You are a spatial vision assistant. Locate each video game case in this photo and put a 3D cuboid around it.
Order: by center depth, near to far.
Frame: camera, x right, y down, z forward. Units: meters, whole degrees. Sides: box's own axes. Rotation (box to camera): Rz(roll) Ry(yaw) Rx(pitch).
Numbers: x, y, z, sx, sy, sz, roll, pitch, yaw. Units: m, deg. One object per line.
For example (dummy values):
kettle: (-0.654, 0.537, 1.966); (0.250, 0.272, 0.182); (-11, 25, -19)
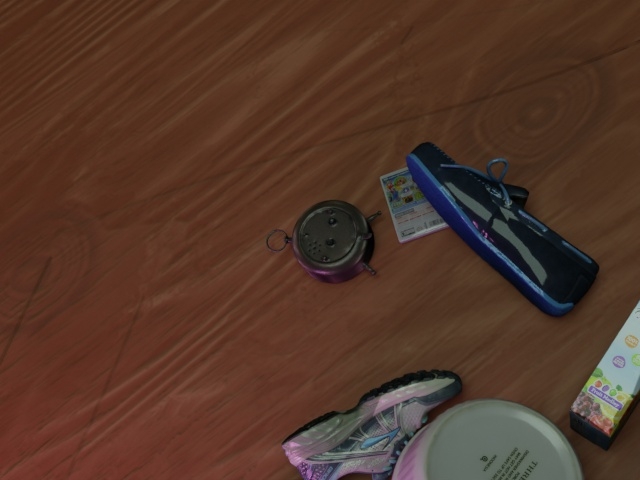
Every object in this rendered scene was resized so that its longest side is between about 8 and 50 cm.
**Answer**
video game case: (0.153, -0.064, 1.733); (0.087, 0.011, 0.122); (-19, 67, 10)

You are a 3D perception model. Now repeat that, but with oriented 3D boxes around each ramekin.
ramekin: (0.234, 0.339, 1.452); (0.272, 0.127, 0.273); (2, 56, -4)

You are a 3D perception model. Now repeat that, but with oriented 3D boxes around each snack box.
snack box: (0.426, 0.180, 1.478); (0.070, 0.174, 0.207); (33, 82, 20)

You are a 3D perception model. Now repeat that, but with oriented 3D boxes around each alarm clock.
alarm clock: (0.000, 0.000, 1.730); (0.192, 0.064, 0.129); (-1, 71, 19)

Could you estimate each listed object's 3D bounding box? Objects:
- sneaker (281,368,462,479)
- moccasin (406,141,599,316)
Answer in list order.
sneaker: (0.091, 0.287, 1.594); (0.283, 0.110, 0.122); (-27, 89, 3)
moccasin: (0.278, -0.033, 1.638); (0.117, 0.138, 0.342); (-43, 79, -6)
